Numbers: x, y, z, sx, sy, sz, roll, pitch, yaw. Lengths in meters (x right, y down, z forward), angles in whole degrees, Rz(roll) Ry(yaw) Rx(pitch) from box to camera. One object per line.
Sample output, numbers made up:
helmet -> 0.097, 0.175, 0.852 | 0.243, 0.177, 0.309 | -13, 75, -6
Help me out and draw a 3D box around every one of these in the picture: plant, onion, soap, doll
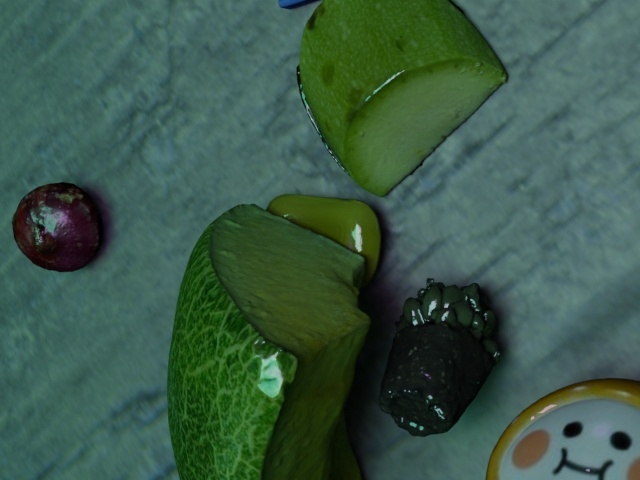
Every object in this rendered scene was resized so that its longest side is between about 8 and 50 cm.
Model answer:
plant -> 0.108, 0.101, 0.960 | 0.092, 0.143, 0.094 | 42, 139, -18
onion -> -0.304, -0.014, 1.242 | 0.107, 0.097, 0.107 | 6, 110, 16
soap -> 0.001, 0.000, 1.071 | 0.140, 0.045, 0.089 | 7, 101, 32
doll -> 0.251, 0.185, 0.856 | 0.213, 0.213, 0.236 | 18, 61, 31

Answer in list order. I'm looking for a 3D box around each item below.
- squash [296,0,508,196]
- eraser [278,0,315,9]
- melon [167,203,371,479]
squash -> 0.043, -0.155, 0.998 | 0.192, 0.085, 0.184 | -45, 79, 25
eraser -> -0.007, -0.270, 1.066 | 0.084, 0.027, 0.063 | -10, 88, 33
melon -> -0.042, 0.175, 1.003 | 0.331, 0.226, 0.344 | -127, 46, -61
